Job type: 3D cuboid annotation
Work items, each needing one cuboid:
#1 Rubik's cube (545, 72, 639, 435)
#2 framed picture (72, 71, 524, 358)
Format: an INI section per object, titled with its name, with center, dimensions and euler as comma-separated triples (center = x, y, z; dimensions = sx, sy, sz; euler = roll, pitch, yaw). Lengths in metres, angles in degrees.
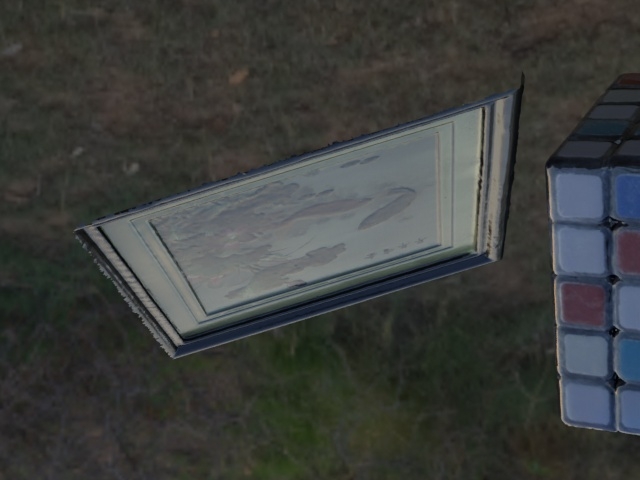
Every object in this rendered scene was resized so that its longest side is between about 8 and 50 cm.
[Rubik's cube]
center = 0.398, 0.010, 1.091
dimensions = 0.287, 0.292, 0.293
euler = 4, 117, 27
[framed picture]
center = 0.000, 0.000, 0.539
dimensions = 0.195, 0.010, 0.199
euler = -17, 157, -1
